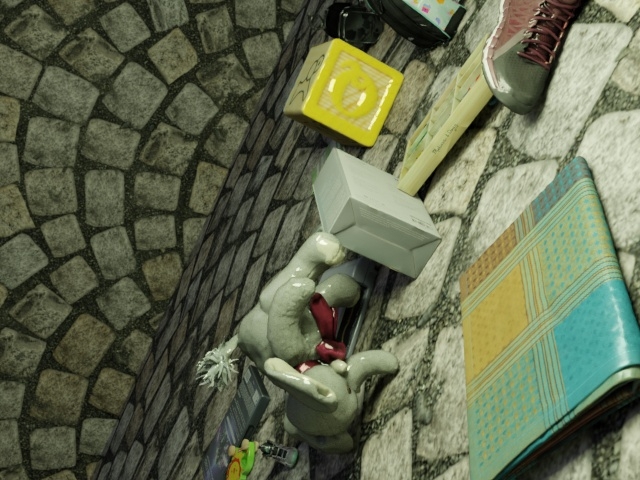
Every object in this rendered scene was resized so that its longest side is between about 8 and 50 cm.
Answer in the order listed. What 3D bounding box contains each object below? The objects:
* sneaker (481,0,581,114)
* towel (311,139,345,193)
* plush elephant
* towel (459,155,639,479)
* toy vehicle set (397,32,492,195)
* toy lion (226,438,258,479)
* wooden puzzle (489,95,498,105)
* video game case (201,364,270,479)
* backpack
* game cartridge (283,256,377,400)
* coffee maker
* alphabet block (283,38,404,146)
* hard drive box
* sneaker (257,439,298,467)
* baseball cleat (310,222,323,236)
[{"bbox_3d":[0.337,-0.332,1.300,0.162,0.106,0.281,-40,30,49],"label":"sneaker"},{"bbox_3d":[0.020,-0.200,2.213,0.152,0.023,0.113,-58,16,30],"label":"towel"},{"bbox_3d":[-0.004,0.193,1.384,0.330,0.255,0.272,-40,-23,-14],"label":"plush elephant"},{"bbox_3d":[0.264,0.096,1.046,0.271,0.040,0.370,-51,20,36],"label":"towel"},{"bbox_3d":[0.229,-0.220,1.524,0.267,0.035,0.166,-54,11,37],"label":"toy vehicle set"},{"bbox_3d":[-0.170,0.480,1.830,0.100,0.034,0.096,-37,42,48],"label":"toy lion"},{"bbox_3d":[0.316,-0.289,1.453,0.078,0.014,0.116,-25,43,65],"label":"wooden puzzle"},{"bbox_3d":[-0.198,0.441,1.977,0.274,0.026,0.196,-65,17,6],"label":"video game case"},{"bbox_3d":[0.197,-0.503,1.800,0.144,0.188,0.166,-66,16,-1],"label":"backpack"},{"bbox_3d":[0.014,0.179,1.655,0.196,0.060,0.294,-33,36,67],"label":"game cartridge"},{"bbox_3d":[0.069,-0.582,2.339,0.171,0.120,0.178,-20,21,-3],"label":"coffee maker"},{"bbox_3d":[0.049,-0.340,2.015,0.192,0.193,0.197,-66,17,1],"label":"alphabet block"},{"bbox_3d":[0.093,-0.053,1.513,0.089,0.181,0.232,-59,17,21],"label":"hard drive box"},{"bbox_3d":[-0.086,0.398,1.619,0.098,0.069,0.038,-25,44,65],"label":"sneaker"},{"bbox_3d":[0.000,0.000,1.907,0.206,0.072,0.109,-49,16,33],"label":"baseball cleat"}]
